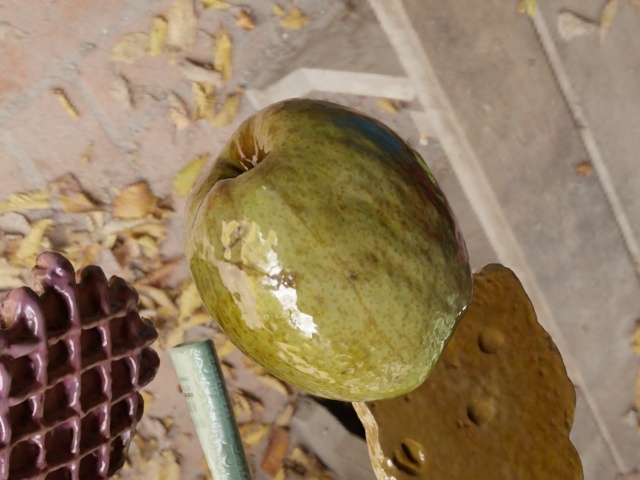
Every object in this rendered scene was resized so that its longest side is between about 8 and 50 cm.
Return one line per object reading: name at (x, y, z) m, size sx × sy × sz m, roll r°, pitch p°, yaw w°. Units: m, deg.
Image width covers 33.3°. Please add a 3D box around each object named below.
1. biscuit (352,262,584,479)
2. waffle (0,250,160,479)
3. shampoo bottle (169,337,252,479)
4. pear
biscuit at (0.151, 0.173, 1.141) m, size 0.269 × 0.051 × 0.376 m, roll -31°, pitch 96°, yaw -32°
waffle at (-0.204, 0.129, 0.829) m, size 0.234 × 0.055 × 0.221 m, roll -65°, pitch 150°, yaw -27°
shampoo bottle at (-0.105, 0.195, 1.092) m, size 0.041 × 0.069 × 0.190 m, roll -19°, pitch 93°, yaw -35°
pear at (0.000, 0.000, 0.774) m, size 0.188 × 0.228 × 0.211 m, roll -34°, pitch 121°, yaw 0°
